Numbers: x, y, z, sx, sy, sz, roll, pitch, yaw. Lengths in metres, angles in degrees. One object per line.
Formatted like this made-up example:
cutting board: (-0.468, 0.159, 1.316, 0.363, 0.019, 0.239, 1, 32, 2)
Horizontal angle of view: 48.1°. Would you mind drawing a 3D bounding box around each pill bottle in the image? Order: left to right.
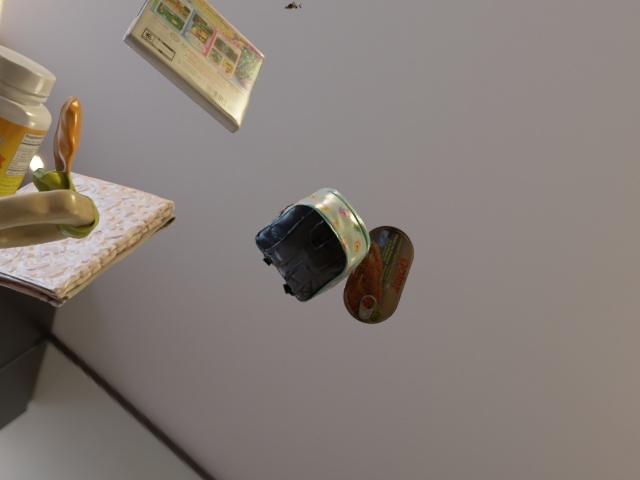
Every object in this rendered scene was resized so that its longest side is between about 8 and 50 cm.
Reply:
pill bottle: (-0.397, -0.117, 0.841, 0.117, 0.117, 0.215, 33, -80, 14)

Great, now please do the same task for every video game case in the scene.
video game case: (-0.137, -0.219, 0.821, 0.019, 0.143, 0.157, -28, -54, 36)

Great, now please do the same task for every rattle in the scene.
rattle: (-0.321, -0.050, 0.673, 0.200, 0.130, 0.142, -10, -81, 1)

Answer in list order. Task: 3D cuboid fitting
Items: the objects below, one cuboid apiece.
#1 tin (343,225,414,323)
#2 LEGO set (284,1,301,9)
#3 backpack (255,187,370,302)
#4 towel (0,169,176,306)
tin: (0.111, 0.066, 1.355, 0.106, 0.040, 0.189, 19, -95, 13)
LEGO set: (-0.050, -0.453, 1.270, 0.054, 0.023, 0.083, -20, -96, 6)
backpack: (0.000, 0.000, 1.268, 0.165, 0.144, 0.188, 56, -36, 5)
towel: (-0.481, -0.017, 1.304, 0.317, 0.332, 0.053, 15, -55, 22)
